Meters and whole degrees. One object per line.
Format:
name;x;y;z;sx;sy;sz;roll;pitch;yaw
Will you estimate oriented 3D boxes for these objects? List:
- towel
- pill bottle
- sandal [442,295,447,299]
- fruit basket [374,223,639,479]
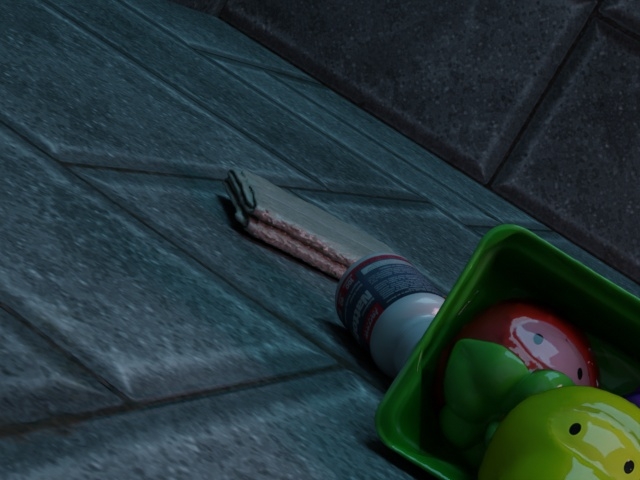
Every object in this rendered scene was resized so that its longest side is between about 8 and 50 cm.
towel;0.000;0.000;2.006;0.282;0.049;0.187;28;13;-19
pill bottle;0.094;0.095;1.665;0.108;0.108;0.180;24;12;-29
sandal;0.157;0.111;1.839;0.102;0.076;0.265;6;2;-3
fruit basket;0.245;0.182;1.354;0.392;0.283;0.392;32;-7;4
